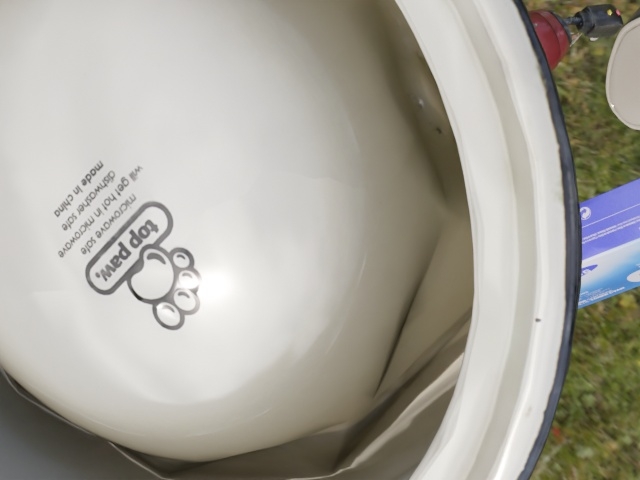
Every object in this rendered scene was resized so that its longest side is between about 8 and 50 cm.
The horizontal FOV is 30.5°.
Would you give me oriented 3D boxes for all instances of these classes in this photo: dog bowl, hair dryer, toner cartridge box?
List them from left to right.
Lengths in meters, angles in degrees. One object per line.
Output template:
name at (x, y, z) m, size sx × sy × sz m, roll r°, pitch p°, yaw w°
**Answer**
dog bowl at (-0.079, -0.021, 0.517) m, size 0.408 × 0.150 × 0.408 m, roll 6°, pitch 106°, yaw 21°
hair dryer at (0.233, -0.173, 1.389) m, size 0.293 × 0.080 × 0.223 m, roll -10°, pitch 137°, yaw -39°
toner cartridge box at (0.388, -0.010, 1.395) m, size 0.348 × 0.165 × 0.075 m, roll -24°, pitch 64°, yaw 27°

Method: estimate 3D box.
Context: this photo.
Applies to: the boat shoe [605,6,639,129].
boat shoe at (0.397, -0.245, 1.230) m, size 0.095 × 0.112 × 0.335 m, roll -27°, pitch 152°, yaw -23°
